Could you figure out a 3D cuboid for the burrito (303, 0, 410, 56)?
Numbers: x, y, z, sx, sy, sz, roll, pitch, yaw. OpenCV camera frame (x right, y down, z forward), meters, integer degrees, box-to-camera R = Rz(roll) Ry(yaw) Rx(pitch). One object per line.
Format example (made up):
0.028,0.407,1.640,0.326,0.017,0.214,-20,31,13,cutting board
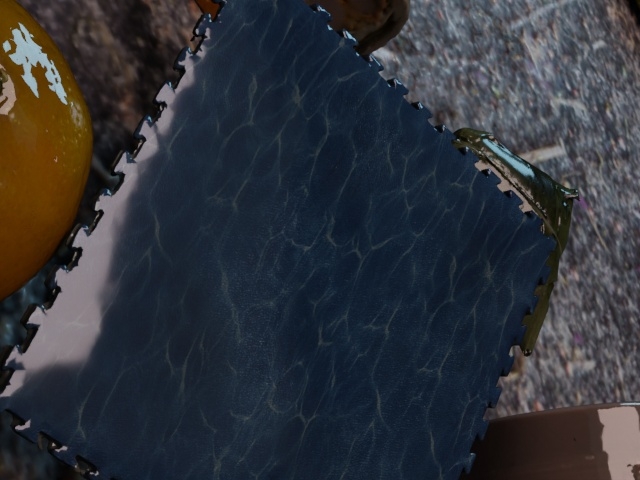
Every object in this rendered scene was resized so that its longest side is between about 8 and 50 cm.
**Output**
0.002,-0.267,0.878,0.143,0.105,0.299,33,51,-51,burrito

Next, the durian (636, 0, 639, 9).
0.378,-0.269,1.270,0.237,0.138,0.193,48,44,-22,durian

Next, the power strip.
0.153,0.145,0.824,0.154,0.154,0.078,11,67,-44,power strip

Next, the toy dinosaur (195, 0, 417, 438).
0.000,0.000,0.775,0.208,0.097,0.432,5,69,-40,toy dinosaur

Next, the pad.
-0.001,0.034,0.673,0.269,0.012,0.270,39,64,-30,pad

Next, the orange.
-0.171,-0.044,0.584,0.156,0.124,0.156,27,51,-39,orange

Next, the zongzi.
0.104,-0.008,0.924,0.154,0.062,0.130,30,64,-28,zongzi
